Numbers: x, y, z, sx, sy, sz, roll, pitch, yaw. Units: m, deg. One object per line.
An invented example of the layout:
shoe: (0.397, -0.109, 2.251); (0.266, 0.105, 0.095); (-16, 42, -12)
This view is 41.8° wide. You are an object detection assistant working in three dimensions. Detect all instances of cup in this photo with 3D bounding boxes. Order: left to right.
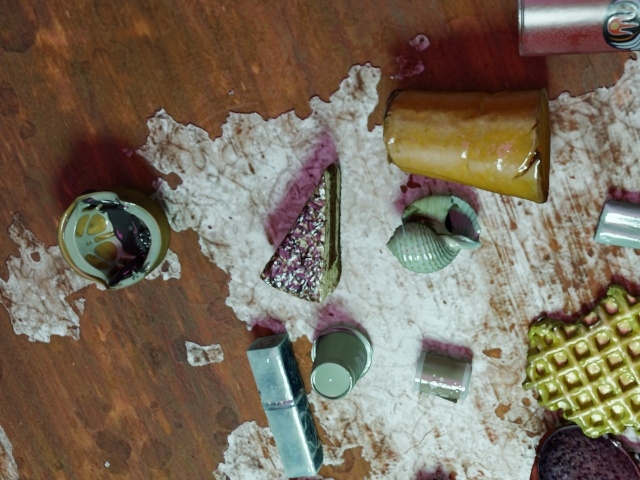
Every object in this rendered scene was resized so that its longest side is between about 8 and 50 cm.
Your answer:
cup: (0.030, 0.231, 1.564); (0.120, 0.141, 0.120); (4, 106, 13)
cup: (0.225, 0.265, 1.554); (0.099, 0.074, 0.102); (11, 110, 12)

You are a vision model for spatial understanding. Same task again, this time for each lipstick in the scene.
lipstick: (-0.066, 0.330, 1.656); (0.076, 0.077, 0.289); (-10, 105, 18)

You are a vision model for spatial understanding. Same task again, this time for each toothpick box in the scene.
toothpick box: (0.459, -0.375, 1.216); (0.333, 0.204, 0.204); (2, 107, 15)

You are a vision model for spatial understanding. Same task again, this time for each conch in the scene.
conch: (0.191, -0.012, 1.462); (0.153, 0.102, 0.135); (-11, 94, -15)

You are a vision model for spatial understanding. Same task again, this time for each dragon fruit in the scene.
dragon fruit: (0.461, 0.455, 1.507); (0.224, 0.218, 0.148); (-3, 146, -20)

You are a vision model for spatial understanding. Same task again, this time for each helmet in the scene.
helmet: (-0.379, -0.014, 1.608); (0.224, 0.130, 0.198); (-9, 102, 29)

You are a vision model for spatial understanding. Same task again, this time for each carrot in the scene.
carrot: (0.241, -0.156, 1.364); (0.254, 0.196, 0.195); (4, 108, 21)

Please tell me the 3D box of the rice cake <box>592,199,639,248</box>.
rice cake: (0.570, -0.017, 1.385); (0.222, 0.042, 0.080); (10, 111, 14)

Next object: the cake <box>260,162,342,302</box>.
cake: (0.009, -0.006, 1.513); (0.135, 0.112, 0.246); (32, 109, 1)

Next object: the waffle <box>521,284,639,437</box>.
waffle: (0.487, 0.210, 1.462); (0.291, 0.051, 0.291); (4, 102, 22)
